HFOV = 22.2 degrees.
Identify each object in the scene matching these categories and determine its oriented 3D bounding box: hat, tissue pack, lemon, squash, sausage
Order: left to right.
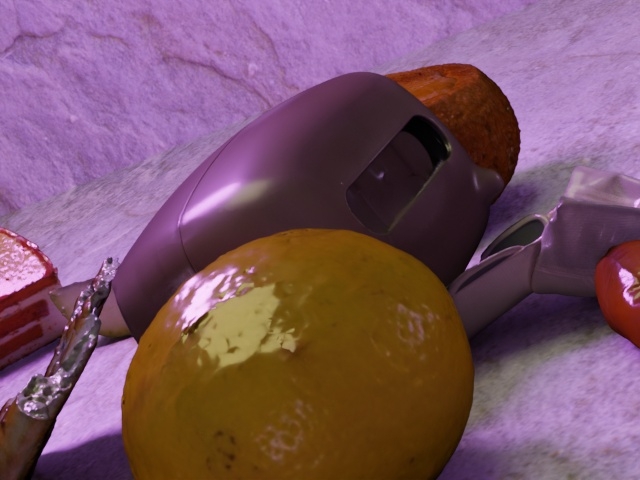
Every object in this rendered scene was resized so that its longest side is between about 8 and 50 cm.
[{"bbox_3d":[-0.245,0.089,2.237,0.192,0.085,0.184,-16,-13,27],"label":"squash"},{"bbox_3d":[-0.019,0.120,1.259,0.284,0.260,0.260,-26,13,-6],"label":"lemon"},{"bbox_3d":[0.000,0.000,1.607,0.277,0.267,0.387,-36,6,33],"label":"tissue pack"},{"bbox_3d":[0.225,0.033,1.530,0.226,0.164,0.219,-62,-9,18],"label":"hat"},{"bbox_3d":[0.282,0.050,1.355,0.089,0.089,0.179,-26,16,-2],"label":"sausage"}]

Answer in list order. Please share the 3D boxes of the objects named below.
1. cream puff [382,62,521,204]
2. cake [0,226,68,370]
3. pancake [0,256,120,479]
[{"bbox_3d":[0.099,-0.094,1.980,0.303,0.212,0.303,-15,13,4],"label":"cream puff"},{"bbox_3d":[-0.463,0.129,2.318,0.159,0.158,0.262,13,55,20],"label":"cake"},{"bbox_3d":[-0.291,0.160,1.656,0.305,0.067,0.427,-64,6,3],"label":"pancake"}]
